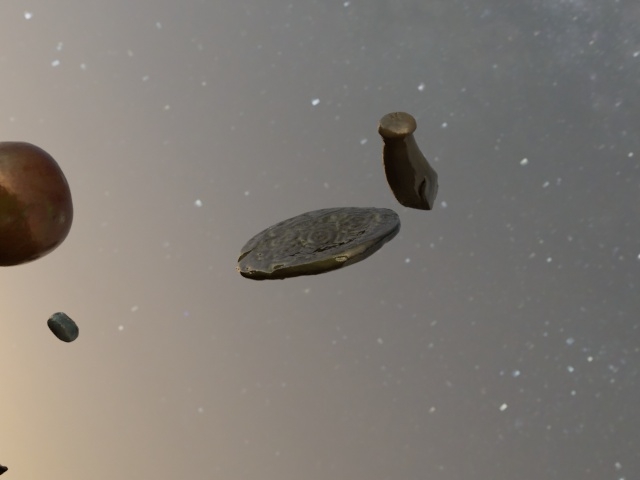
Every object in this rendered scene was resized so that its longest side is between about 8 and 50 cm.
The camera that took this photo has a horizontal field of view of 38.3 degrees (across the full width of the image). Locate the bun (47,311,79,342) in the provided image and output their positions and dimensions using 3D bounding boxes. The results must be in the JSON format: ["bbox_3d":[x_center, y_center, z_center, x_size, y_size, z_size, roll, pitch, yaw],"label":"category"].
[{"bbox_3d":[-0.558,0.188,2.011,0.083,0.045,0.083,47,1,-1],"label":"bun"}]

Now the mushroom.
[{"bbox_3d":[0.183,-0.153,1.939,0.247,0.108,0.096,61,4,-38],"label":"mushroom"}]

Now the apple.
[{"bbox_3d":[-0.591,-0.063,1.711,0.253,0.253,0.253,40,-30,28],"label":"apple"}]

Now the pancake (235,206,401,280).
[{"bbox_3d":[0.000,-0.001,1.323,0.250,0.250,0.031,13,-58,54],"label":"pancake"}]

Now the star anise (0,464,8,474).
[{"bbox_3d":[-0.782,0.499,1.841,0.315,0.315,0.108,50,8,9],"label":"star anise"}]
